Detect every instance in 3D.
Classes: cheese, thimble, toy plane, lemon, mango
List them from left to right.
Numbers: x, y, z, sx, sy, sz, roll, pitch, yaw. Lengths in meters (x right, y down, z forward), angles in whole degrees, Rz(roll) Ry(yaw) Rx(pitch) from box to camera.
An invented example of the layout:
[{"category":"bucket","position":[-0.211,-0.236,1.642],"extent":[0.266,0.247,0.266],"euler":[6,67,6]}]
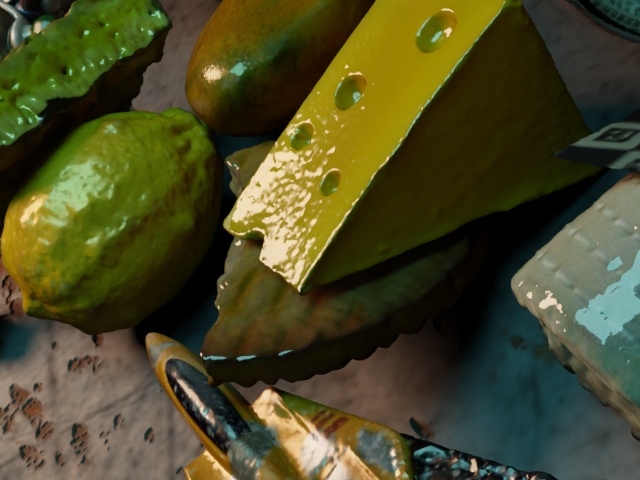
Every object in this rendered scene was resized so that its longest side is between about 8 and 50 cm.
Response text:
[{"category":"lemon","position":[-0.119,-0.014,0.992],"extent":[0.155,0.114,0.114],"euler":[-51,39,-8]},{"category":"mango","position":[-0.025,-0.112,0.999],"extent":[0.115,0.089,0.165],"euler":[-30,18,50]},{"category":"toy plane","position":[-0.008,0.129,0.790],"extent":[0.204,0.103,0.316],"euler":[-44,32,-4]},{"category":"cheese","position":[0.035,-0.043,0.855],"extent":[0.171,0.126,0.093],"euler":[-41,41,-8]},{"category":"thimble","position":[0.148,0.033,0.731],"extent":[0.090,0.102,0.115],"euler":[-45,39,2]}]

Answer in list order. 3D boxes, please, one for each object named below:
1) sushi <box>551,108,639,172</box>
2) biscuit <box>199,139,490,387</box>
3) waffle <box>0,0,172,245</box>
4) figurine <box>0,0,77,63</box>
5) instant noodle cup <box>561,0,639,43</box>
[{"category":"sushi","position":[0.209,-0.073,0.745],"extent":[0.201,0.031,0.139],"euler":[-27,27,-36]},{"category":"biscuit","position":[0.000,0.001,0.883],"extent":[0.176,0.031,0.228],"euler":[21,45,37]},{"category":"waffle","position":[-0.181,-0.061,1.064],"extent":[0.160,0.055,0.211],"euler":[-43,-6,-30]},{"category":"figurine","position":[-0.234,-0.156,1.235],"extent":[0.147,0.093,0.197],"euler":[7,59,31]},{"category":"instant noodle cup","position":[0.154,-0.216,0.809],"extent":[0.244,0.244,0.255],"euler":[-33,30,13]}]
